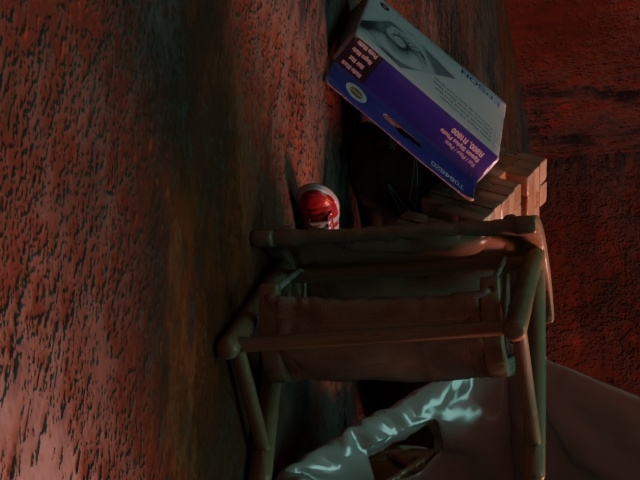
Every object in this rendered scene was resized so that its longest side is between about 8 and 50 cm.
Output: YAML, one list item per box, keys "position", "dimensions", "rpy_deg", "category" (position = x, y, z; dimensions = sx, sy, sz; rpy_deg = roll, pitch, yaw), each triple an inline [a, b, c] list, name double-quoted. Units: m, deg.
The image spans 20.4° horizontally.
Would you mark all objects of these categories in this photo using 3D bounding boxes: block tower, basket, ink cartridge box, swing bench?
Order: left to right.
- position: [0.067, 0.073, 1.543]
  dimensions: [0.254, 0.253, 0.165]
  rpy_deg: [-77, 160, -56]
  category: "swing bench"
- position: [0.115, -0.170, 2.043]
  dimensions: [0.223, 0.045, 0.224]
  rpy_deg: [39, 27, -11]
  category: "ink cartridge box"
- position: [0.145, 0.005, 2.018]
  dimensions: [0.335, 0.097, 0.091]
  rpy_deg: [-40, 135, -45]
  category: "block tower"
- position: [0.181, 0.307, 1.627]
  dimensions: [0.328, 0.331, 0.266]
  rpy_deg: [-27, 126, -36]
  category: "basket"

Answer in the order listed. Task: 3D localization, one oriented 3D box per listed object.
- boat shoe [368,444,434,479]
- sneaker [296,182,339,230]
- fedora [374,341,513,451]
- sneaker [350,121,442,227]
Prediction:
- position: [0.106, 0.260, 1.855]
  dimensions: [0.121, 0.110, 0.341]
  rpy_deg: [62, 19, 19]
  category: "boat shoe"
- position: [0.000, 0.000, 1.766]
  dimensions: [0.118, 0.042, 0.067]
  rpy_deg: [75, 13, -52]
  category: "sneaker"
- position: [0.155, 0.206, 2.098]
  dimensions: [0.152, 0.334, 0.334]
  rpy_deg: [-50, 152, -17]
  category: "fedora"
- position: [0.104, -0.028, 2.131]
  dimensions: [0.267, 0.106, 0.101]
  rpy_deg: [77, 14, -45]
  category: "sneaker"
